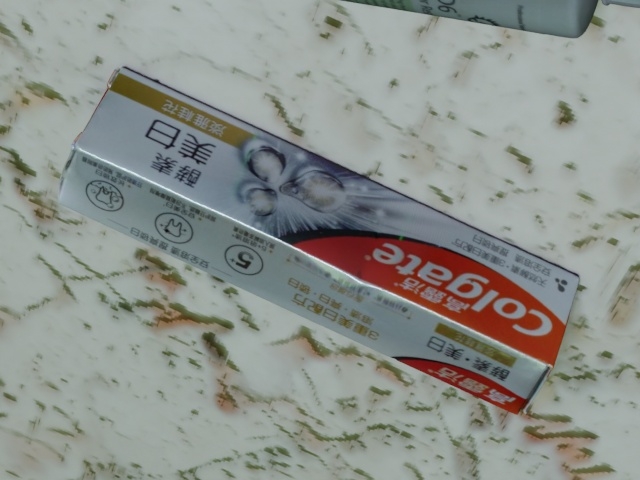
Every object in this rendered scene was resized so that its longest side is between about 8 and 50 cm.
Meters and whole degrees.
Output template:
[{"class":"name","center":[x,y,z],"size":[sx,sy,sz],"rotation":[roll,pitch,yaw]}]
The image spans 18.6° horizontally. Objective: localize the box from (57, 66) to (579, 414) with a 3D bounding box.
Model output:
[{"class":"box","center":[0.000,0.000,0.816],"size":[0.218,0.055,0.039],"rotation":[25,140,1]}]

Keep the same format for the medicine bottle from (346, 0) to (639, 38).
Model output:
[{"class":"medicine bottle","center":[0.061,-0.103,0.680],"size":[0.199,0.058,0.058],"rotation":[11,137,14]}]
